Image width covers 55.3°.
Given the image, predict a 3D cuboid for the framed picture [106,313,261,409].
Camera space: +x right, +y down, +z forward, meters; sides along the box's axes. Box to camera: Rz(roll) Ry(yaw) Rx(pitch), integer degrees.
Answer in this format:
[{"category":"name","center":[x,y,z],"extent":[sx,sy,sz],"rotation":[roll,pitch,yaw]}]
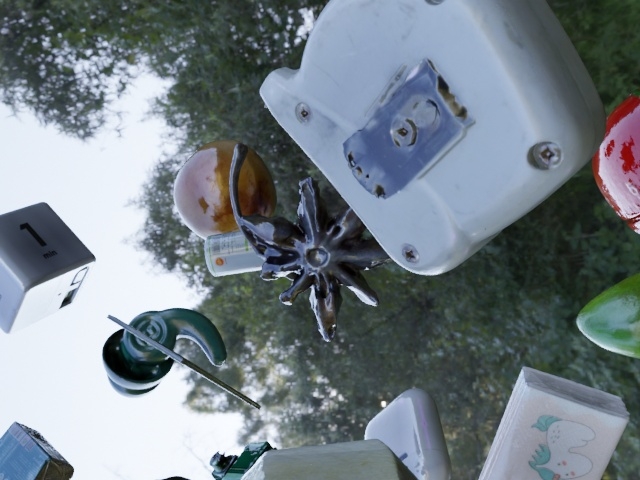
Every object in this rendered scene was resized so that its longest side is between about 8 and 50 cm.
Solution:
[{"category":"framed picture","center":[-0.205,0.189,0.938],"extent":[0.010,0.173,0.231],"rotation":[-59,-36,-16]}]

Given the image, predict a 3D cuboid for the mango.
[{"category":"mango","center":[0.746,0.155,1.304],"extent":[0.225,0.383,0.201],"rotation":[-92,-7,-50]}]

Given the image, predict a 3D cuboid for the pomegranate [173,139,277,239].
[{"category":"pomegranate","center":[-0.276,-0.150,1.787],"extent":[0.319,0.320,0.318],"rotation":[-9,-90,-68]}]

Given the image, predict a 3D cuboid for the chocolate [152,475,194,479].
[{"category":"chocolate","center":[-0.240,0.575,0.934],"extent":[0.314,0.327,0.296],"rotation":[-71,-9,-53]}]

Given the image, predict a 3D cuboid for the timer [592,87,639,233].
[{"category":"timer","center":[0.610,-0.157,0.915],"extent":[0.279,0.378,0.378],"rotation":[49,-161,11]}]

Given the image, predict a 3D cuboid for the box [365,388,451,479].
[{"category":"box","center":[0.256,0.640,1.851],"extent":[0.141,0.288,0.348],"rotation":[31,-151,-22]}]

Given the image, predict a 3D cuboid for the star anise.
[{"category":"star anise","center":[0.000,0.000,1.103],"extent":[0.139,0.316,0.358],"rotation":[-94,2,-84]}]

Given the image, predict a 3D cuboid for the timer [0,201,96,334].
[{"category":"timer","center":[-0.663,0.059,1.377],"extent":[0.195,0.192,0.194],"rotation":[45,-144,8]}]

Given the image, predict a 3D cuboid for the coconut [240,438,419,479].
[{"category":"coconut","center":[0.025,0.279,0.530],"extent":[0.202,0.222,0.201],"rotation":[179,90,-83]}]

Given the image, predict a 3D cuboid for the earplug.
[{"category":"earplug","center":[-0.388,0.274,1.461],"extent":[0.258,0.280,0.163],"rotation":[9,-138,-32]}]

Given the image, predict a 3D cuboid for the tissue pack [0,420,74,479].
[{"category":"tissue pack","center":[-0.591,0.460,1.227],"extent":[0.120,0.169,0.082],"rotation":[-55,-41,-19]}]

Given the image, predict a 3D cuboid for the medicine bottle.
[{"category":"medicine bottle","center":[-0.131,0.019,1.219],"extent":[0.086,0.184,0.085],"rotation":[-8,-90,-83]}]

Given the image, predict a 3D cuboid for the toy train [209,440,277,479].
[{"category":"toy train","center":[-0.108,0.512,1.211],"extent":[0.269,0.155,0.115],"rotation":[57,-142,-15]}]

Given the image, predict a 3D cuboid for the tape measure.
[{"category":"tape measure","center":[0.088,-0.114,0.548],"extent":[0.130,0.265,0.258],"rotation":[-28,-104,-41]}]

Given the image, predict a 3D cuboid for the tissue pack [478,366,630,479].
[{"category":"tissue pack","center":[0.370,0.386,1.028],"extent":[0.071,0.170,0.325],"rotation":[-52,-23,-68]}]
